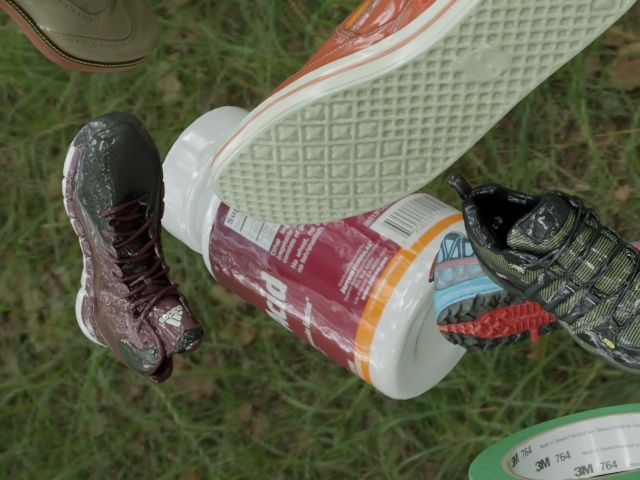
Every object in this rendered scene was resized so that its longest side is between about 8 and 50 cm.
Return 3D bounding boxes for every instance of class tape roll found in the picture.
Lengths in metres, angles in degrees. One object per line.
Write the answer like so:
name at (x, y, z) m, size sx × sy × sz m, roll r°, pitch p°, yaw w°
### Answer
tape roll at (0.338, 0.274, 1.247) m, size 0.321 × 0.321 × 0.077 m, roll -11°, pitch 94°, yaw 39°

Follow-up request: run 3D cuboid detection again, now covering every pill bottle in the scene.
pill bottle at (0.000, 0.000, 1.280) m, size 0.392 × 0.224 × 0.224 m, roll 31°, pitch 114°, yaw 29°

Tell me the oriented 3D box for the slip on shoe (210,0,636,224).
slip on shoe at (0.060, -0.119, 0.702) m, size 0.331 × 0.123 × 0.101 m, roll -37°, pitch 38°, yaw 25°

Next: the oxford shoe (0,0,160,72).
oxford shoe at (-0.244, -0.262, 1.069) m, size 0.130 × 0.348 × 0.122 m, roll -16°, pitch 76°, yaw 21°

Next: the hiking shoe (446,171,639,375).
hiking shoe at (0.182, 0.022, 0.757) m, size 0.227 × 0.114 × 0.086 m, roll 27°, pitch 80°, yaw 42°

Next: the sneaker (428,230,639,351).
sneaker at (0.229, 0.014, 0.981) m, size 0.104 × 0.262 × 0.125 m, roll 83°, pitch 180°, yaw -51°

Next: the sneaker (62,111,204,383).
sneaker at (-0.164, 0.023, 1.034) m, size 0.162 × 0.106 × 0.281 m, roll 40°, pitch 140°, yaw 36°
